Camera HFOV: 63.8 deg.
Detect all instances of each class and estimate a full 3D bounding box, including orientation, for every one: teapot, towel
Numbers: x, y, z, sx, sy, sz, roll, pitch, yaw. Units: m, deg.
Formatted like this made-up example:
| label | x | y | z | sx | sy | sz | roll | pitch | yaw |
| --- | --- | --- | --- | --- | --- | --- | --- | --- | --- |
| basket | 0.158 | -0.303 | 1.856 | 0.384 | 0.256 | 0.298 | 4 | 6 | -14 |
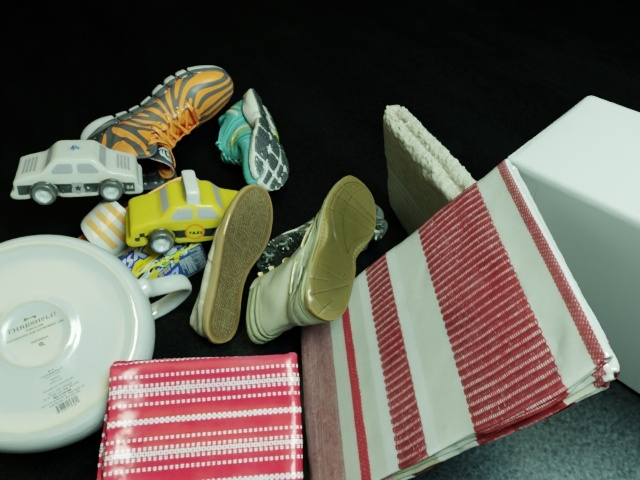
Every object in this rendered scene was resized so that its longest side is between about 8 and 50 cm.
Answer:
| label | x | y | z | sx | sy | sz | roll | pitch | yaw |
| --- | --- | --- | --- | --- | --- | --- | --- | --- | --- |
| teapot | -0.315 | 0.123 | 0.615 | 0.255 | 0.187 | 0.253 | 18 | 67 | -8 |
| towel | 0.156 | -0.036 | 0.667 | 0.049 | 0.187 | 0.282 | -20 | 48 | -7 |
| towel | -0.114 | 0.245 | 0.478 | 0.198 | 0.031 | 0.275 | -1 | 67 | -3 |
| towel | 0.094 | 0.100 | 0.510 | 0.329 | 0.037 | 0.237 | -42 | 36 | 32 |

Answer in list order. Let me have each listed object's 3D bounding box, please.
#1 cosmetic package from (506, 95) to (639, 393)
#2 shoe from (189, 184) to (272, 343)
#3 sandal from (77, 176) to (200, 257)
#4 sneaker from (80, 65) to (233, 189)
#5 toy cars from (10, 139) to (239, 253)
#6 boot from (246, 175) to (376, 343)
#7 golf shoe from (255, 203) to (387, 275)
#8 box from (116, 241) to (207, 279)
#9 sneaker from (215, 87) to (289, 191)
| label | x | y | z | sx | sy | sz | roll | pitch | yaw |
| --- | --- | --- | --- | --- | --- | --- | --- | --- | --- |
| cosmetic package | 0.403 | 0.061 | 0.499 | 0.161 | 0.230 | 0.453 | -35 | 50 | -22 |
| shoe | -0.126 | 0.026 | 0.698 | 0.058 | 0.076 | 0.219 | 6 | 76 | 48 |
| sandal | -0.316 | -0.049 | 0.844 | 0.101 | 0.076 | 0.265 | 28 | 58 | 32 |
| sneaker | -0.279 | -0.196 | 0.966 | 0.321 | 0.125 | 0.180 | -35 | 53 | -8 |
| toy cars | -0.280 | -0.085 | 0.767 | 0.393 | 0.087 | 0.176 | 20 | 37 | 14 |
| boot | -0.016 | 0.025 | 0.660 | 0.165 | 0.077 | 0.213 | -32 | 30 | 48 |
| golf shoe | 0.000 | 0.000 | 0.755 | 0.198 | 0.077 | 0.094 | -20 | 16 | 3 |
| box | -0.255 | 0.044 | 0.759 | 0.168 | 0.054 | 0.059 | -28 | 48 | -17 |
| sneaker | -0.129 | -0.167 | 0.930 | 0.109 | 0.107 | 0.275 | -29 | 40 | 9 |
